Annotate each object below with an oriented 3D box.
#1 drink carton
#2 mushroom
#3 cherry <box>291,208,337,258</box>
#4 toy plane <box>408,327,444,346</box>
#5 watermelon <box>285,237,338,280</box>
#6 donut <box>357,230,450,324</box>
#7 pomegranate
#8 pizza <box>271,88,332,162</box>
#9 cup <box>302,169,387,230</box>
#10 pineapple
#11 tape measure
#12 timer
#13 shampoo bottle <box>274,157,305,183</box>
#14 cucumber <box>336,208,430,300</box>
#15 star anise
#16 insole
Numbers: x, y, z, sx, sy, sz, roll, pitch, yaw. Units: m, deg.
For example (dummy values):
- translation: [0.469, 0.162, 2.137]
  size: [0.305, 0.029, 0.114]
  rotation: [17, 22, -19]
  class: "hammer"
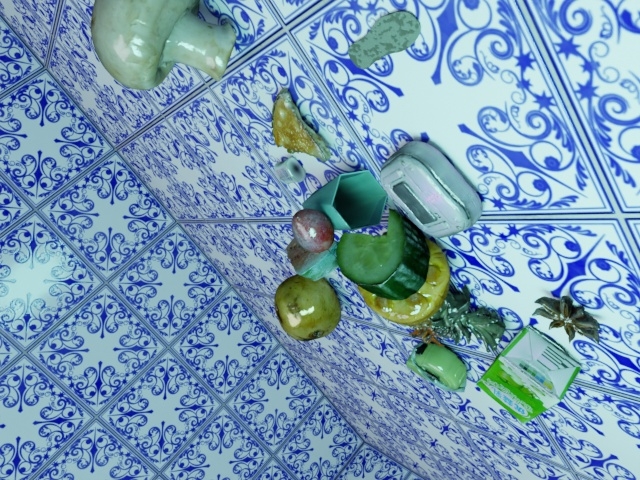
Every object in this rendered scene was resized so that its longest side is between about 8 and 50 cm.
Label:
- translation: [0.495, 0.328, 1.264]
  size: [0.161, 0.108, 0.271]
  rotation: [39, 159, 21]
  class: "drink carton"
- translation: [-0.331, -0.453, 1.140]
  size: [0.289, 0.298, 0.297]
  rotation: [26, 161, -10]
  class: "mushroom"
- translation: [0.000, 0.000, 1.265]
  size: [0.106, 0.090, 0.225]
  rotation: [16, 157, 37]
  class: "cherry"
- translation: [0.306, 0.270, 1.580]
  size: [0.135, 0.062, 0.188]
  rotation: [44, 172, 1]
  class: "toy plane"
- translation: [-0.039, 0.045, 1.710]
  size: [0.241, 0.154, 0.094]
  rotation: [37, 161, 55]
  class: "watermelon"
- translation: [0.196, 0.089, 1.240]
  size: [0.226, 0.227, 0.114]
  rotation: [30, 177, 33]
  class: "donut"
- translation: [-0.047, 0.242, 1.922]
  size: [0.260, 0.260, 0.260]
  rotation: [37, 157, 19]
  class: "pomegranate"
- translation: [-0.042, -0.255, 1.256]
  size: [0.195, 0.052, 0.185]
  rotation: [43, 152, 18]
  class: "pizza"
- translation: [0.046, -0.082, 1.306]
  size: [0.134, 0.148, 0.235]
  rotation: [23, 166, -19]
  class: "cup"
- translation: [0.307, 0.174, 1.308]
  size: [0.309, 0.141, 0.170]
  rotation: [23, 125, 30]
  class: "pineapple"
- translation: [0.360, 0.390, 1.616]
  size: [0.200, 0.106, 0.175]
  rotation: [31, 159, 26]
  class: "tape measure"
- translation: [0.216, -0.096, 1.060]
  size: [0.208, 0.069, 0.191]
  rotation: [45, 161, -4]
  class: "timer"
- translation: [-0.089, -0.191, 1.466]
  size: [0.072, 0.043, 0.099]
  rotation: [53, 158, -18]
  class: "shampoo bottle"
- translation: [0.138, 0.041, 1.156]
  size: [0.191, 0.191, 0.130]
  rotation: [25, 174, 41]
  class: "cucumber"
- translation: [0.489, 0.152, 1.045]
  size: [0.141, 0.042, 0.141]
  rotation: [34, 155, 18]
  class: "star anise"
- translation: [0.105, -0.340, 0.900]
  size: [0.065, 0.006, 0.193]
  rotation: [51, 158, -16]
  class: "insole"
